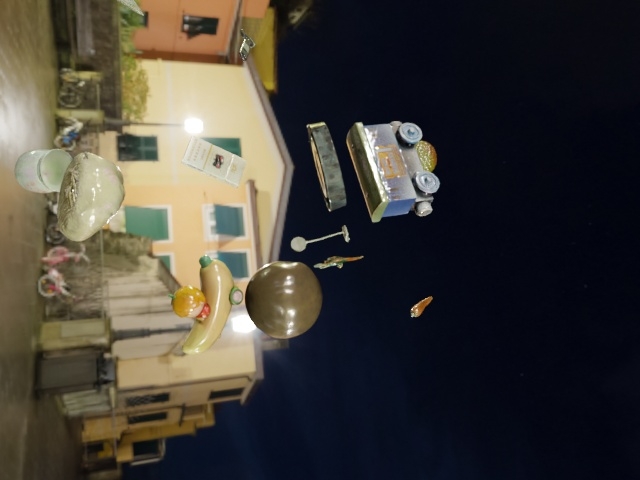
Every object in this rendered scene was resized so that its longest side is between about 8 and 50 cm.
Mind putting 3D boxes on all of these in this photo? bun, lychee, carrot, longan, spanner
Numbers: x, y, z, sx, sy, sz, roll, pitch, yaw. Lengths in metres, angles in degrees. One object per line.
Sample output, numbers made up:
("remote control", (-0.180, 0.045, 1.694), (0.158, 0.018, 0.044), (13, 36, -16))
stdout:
("bun", (-0.686, -0.130, 1.681), (0.272, 0.168, 0.273), (-21, -119, 44))
("lychee", (0.322, -0.265, 1.820), (0.114, 0.146, 0.114), (24, -57, 42))
("carrot", (0.331, 0.217, 1.848), (0.035, 0.142, 0.035), (14, -63, 31))
("longan", (-0.112, 0.176, 1.740), (0.258, 0.257, 0.258), (177, -90, -69))
("spanner", (-0.306, -0.789, 2.268), (0.087, 0.024, 0.316), (53, 19, -28))

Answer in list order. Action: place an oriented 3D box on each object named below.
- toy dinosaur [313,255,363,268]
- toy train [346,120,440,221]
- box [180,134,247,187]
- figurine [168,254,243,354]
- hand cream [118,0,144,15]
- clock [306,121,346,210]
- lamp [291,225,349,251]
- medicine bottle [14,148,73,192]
("toy dinosaur", (0.069, 0.076, 2.125), (0.106, 0.187, 0.044), (58, 25, -79))
("toy train", (0.201, -0.202, 1.564), (0.131, 0.201, 0.300), (112, -33, -60))
("box", (-0.292, -0.217, 1.549), (0.024, 0.166, 0.090), (-37, -145, 55))
("figurine", (-0.392, 0.215, 1.861), (0.124, 0.222, 0.325), (-2, -119, 43))
("hand cream", (-0.565, -0.695, 1.600), (0.042, 0.067, 0.194), (-55, 177, 3))
("clock", (0.026, -0.316, 2.388), (0.386, 0.076, 0.387), (164, -90, -87))
("lamp", (0.000, 0.000, 1.841), (0.056, 0.198, 0.050), (92, -18, -63))
("medicine bottle", (-0.911, -0.231, 1.865), (0.142, 0.147, 0.148), (3, -82, 25))
